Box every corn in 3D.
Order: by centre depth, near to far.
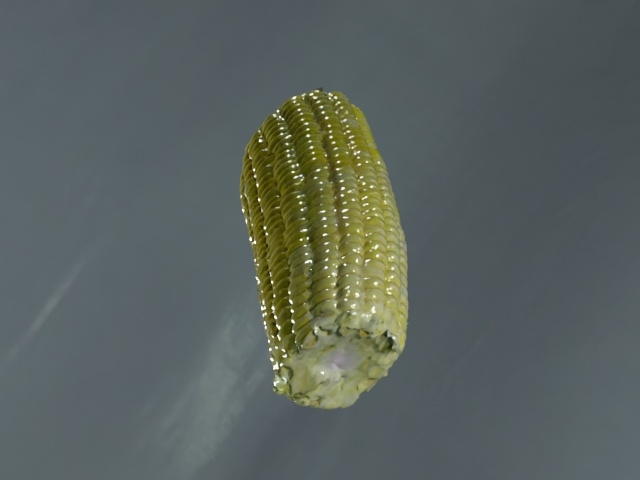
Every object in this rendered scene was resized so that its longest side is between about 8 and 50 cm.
[{"bbox_3d":[0.000,0.000,0.495,0.085,0.063,0.165,-38,36,24],"label":"corn"}]
